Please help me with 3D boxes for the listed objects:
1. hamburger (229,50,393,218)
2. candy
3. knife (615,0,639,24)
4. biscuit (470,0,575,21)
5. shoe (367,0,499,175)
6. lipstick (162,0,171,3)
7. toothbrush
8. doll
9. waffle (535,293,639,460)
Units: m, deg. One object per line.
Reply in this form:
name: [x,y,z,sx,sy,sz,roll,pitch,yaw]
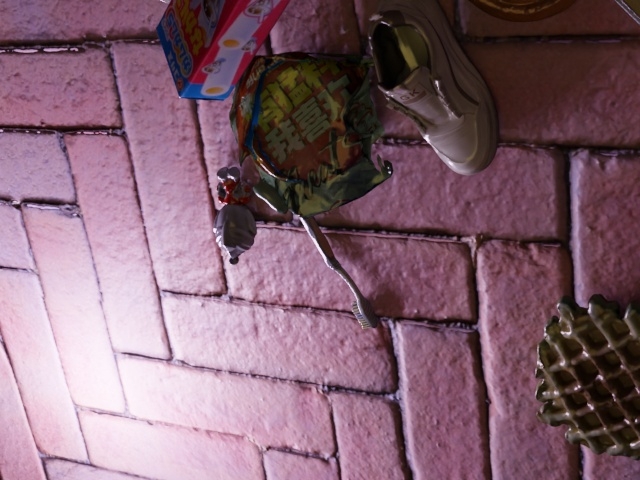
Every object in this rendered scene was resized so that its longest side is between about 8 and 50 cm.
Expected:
hamburger: [-0.013,-0.179,1.643,0.261,0.150,0.276,-9,96,14]
candy: [-0.146,-0.371,1.560,0.306,0.100,0.157,-49,55,47]
knife: [0.416,-0.354,1.369,0.343,0.027,0.061,45,123,1]
biscuit: [0.258,-0.392,1.432,0.224,0.033,0.144,44,127,3]
shoe: [0.155,-0.226,1.500,0.124,0.159,0.316,-23,100,34]
lipstick: [-0.181,-0.480,1.602,0.254,0.070,0.070,-36,95,37]
toothbrush: [0.000,0.000,1.785,0.037,0.028,0.375,-21,104,43]
doll: [-0.157,-0.044,1.824,0.094,0.079,0.180,3,103,26]
waffle: [0.488,0.228,1.619,0.292,0.056,0.309,17,123,21]
